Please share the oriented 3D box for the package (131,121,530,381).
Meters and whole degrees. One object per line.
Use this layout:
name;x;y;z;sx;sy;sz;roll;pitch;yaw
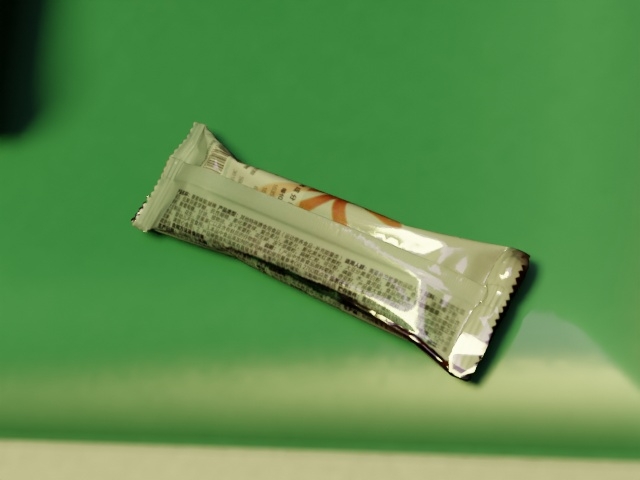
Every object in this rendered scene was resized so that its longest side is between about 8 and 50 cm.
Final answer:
package;0.000;0.000;0.439;0.110;0.015;0.037;24;76;24
